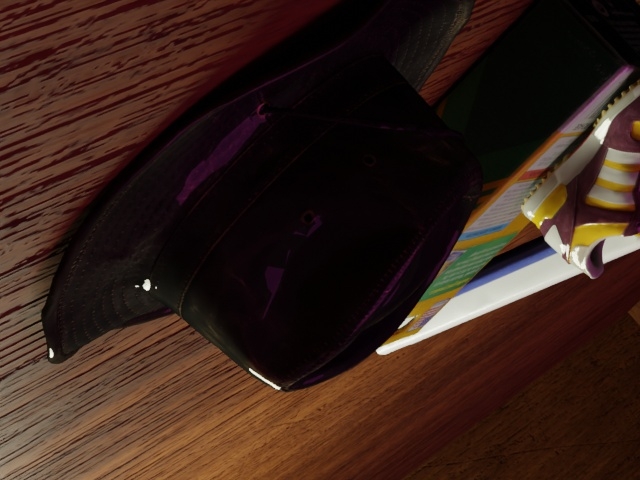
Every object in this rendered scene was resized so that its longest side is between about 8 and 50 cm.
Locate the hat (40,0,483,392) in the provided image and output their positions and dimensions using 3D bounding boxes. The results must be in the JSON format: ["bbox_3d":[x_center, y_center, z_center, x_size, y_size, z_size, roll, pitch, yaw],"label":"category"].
[{"bbox_3d":[0.000,0.000,1.088,0.331,0.134,0.331,-39,169,-9],"label":"hat"}]

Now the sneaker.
[{"bbox_3d":[0.226,-0.052,1.327,0.069,0.084,0.185,-28,163,-47],"label":"sneaker"}]

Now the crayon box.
[{"bbox_3d":[0.120,-0.049,1.413,0.323,0.083,0.203,-46,167,21],"label":"crayon box"}]

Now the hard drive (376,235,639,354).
[{"bbox_3d":[0.222,0.019,1.851,0.318,0.040,0.210,-26,179,35],"label":"hard drive"}]
